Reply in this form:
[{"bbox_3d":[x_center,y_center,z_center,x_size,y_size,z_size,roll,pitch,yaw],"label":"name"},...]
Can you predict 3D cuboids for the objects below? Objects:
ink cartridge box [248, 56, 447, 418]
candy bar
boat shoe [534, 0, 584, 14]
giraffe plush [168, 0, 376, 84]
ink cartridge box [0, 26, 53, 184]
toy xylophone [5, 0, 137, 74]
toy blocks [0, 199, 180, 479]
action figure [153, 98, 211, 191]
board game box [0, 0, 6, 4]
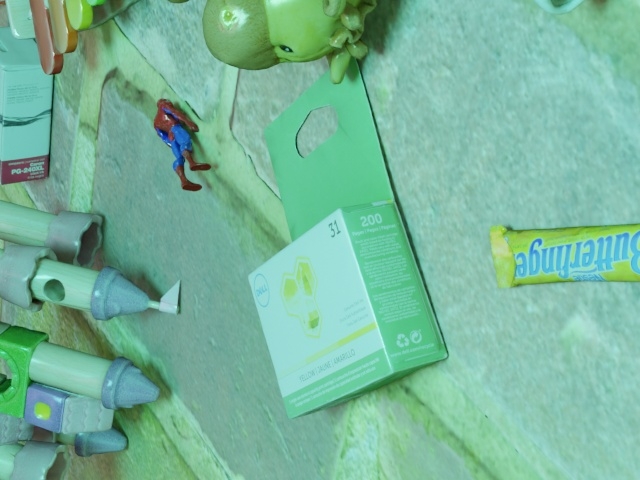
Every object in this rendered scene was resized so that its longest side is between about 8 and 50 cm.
[{"bbox_3d":[0.000,0.000,1.029,0.171,0.056,0.235,-34,70,58],"label":"ink cartridge box"},{"bbox_3d":[0.150,0.008,0.803,0.161,0.018,0.040,-3,96,61],"label":"candy bar"},{"bbox_3d":[0.156,-0.215,0.652,0.277,0.098,0.096,112,138,-57],"label":"boat shoe"},{"bbox_3d":[-0.038,-0.188,0.952,0.210,0.181,0.170,-31,75,23],"label":"giraffe plush"},{"bbox_3d":[-0.356,-0.157,1.591,0.109,0.063,0.150,48,137,44],"label":"ink cartridge box"},{"bbox_3d":[-0.224,-0.304,1.294,0.323,0.081,0.236,-27,75,61],"label":"toy xylophone"},{"bbox_3d":[-0.285,0.144,1.383,0.260,0.309,0.288,15,110,12],"label":"toy blocks"},{"bbox_3d":[-0.127,-0.092,1.248,0.115,0.030,0.038,60,140,40],"label":"action figure"},{"bbox_3d":[-0.407,-0.394,1.626,0.193,0.045,0.146,62,146,28],"label":"board game box"}]
